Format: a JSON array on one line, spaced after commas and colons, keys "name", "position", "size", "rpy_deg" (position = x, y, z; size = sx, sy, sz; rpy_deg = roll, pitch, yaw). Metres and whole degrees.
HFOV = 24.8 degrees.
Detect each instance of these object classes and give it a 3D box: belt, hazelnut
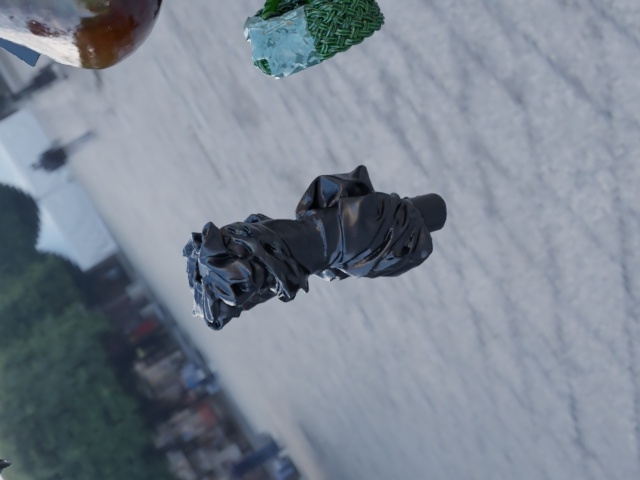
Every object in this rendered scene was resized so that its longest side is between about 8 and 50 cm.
[{"name": "belt", "position": [-0.012, -0.236, 1.533], "size": [0.079, 0.151, 0.121], "rpy_deg": [63, 178, -21]}, {"name": "hazelnut", "position": [-0.233, -0.241, 1.249], "size": [0.210, 0.186, 0.210], "rpy_deg": [18, 119, 37]}]

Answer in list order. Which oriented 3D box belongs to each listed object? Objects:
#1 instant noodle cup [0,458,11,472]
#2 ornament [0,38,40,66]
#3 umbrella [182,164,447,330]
[{"name": "instant noodle cup", "position": [-0.397, 0.166, 1.391], "size": [0.179, 0.070, 0.157], "rpy_deg": [12, 176, 41]}, {"name": "ornament", "position": [-0.513, -0.366, 2.307], "size": [0.153, 0.166, 0.196], "rpy_deg": [31, -161, -1]}, {"name": "umbrella", "position": [-0.001, 0.000, 1.390], "size": [0.122, 0.272, 0.110], "rpy_deg": [35, 136, 53]}]
